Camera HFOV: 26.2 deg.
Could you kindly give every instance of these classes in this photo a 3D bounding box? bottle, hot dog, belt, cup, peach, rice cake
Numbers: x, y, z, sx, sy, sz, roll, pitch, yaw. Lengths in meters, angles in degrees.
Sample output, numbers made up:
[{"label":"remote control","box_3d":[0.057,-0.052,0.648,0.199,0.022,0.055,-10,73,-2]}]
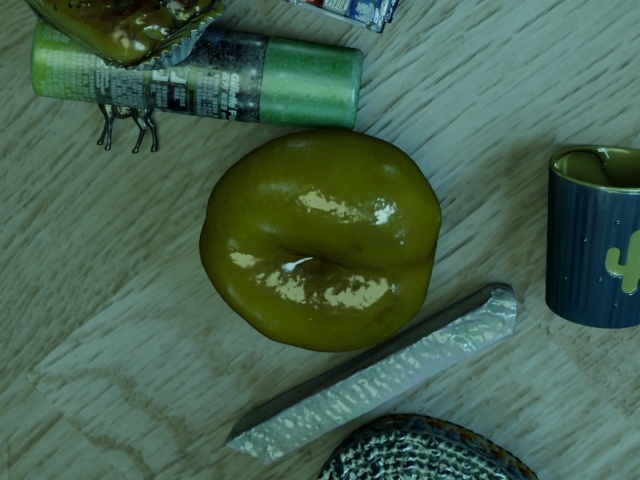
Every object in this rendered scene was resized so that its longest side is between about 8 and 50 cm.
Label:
[{"label":"bottle","box_3d":[-0.124,-0.172,1.406,0.330,0.093,0.093,8,108,1]},{"label":"hot dog","box_3d":[-0.215,-0.269,1.359,0.270,0.082,0.162,40,67,19]},{"label":"belt","box_3d":[0.133,0.306,1.489,0.295,0.160,0.207,16,91,4]},{"label":"cup","box_3d":[0.307,-0.004,1.387,0.176,0.131,0.155,-2,113,-15]},{"label":"peach","box_3d":[0.000,0.000,1.404,0.251,0.153,0.251,-1,123,-2]},{"label":"rice cake","box_3d":[0.058,0.149,1.495,0.365,0.073,0.056,-31,102,17]}]

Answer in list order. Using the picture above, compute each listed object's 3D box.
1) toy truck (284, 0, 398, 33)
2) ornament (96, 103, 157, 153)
[{"label":"toy truck","box_3d":[0.057,-0.341,1.289,0.124,0.155,0.268,18,110,0]},{"label":"ornament","box_3d":[-0.211,-0.156,1.476,0.073,0.028,0.125,5,108,12]}]
